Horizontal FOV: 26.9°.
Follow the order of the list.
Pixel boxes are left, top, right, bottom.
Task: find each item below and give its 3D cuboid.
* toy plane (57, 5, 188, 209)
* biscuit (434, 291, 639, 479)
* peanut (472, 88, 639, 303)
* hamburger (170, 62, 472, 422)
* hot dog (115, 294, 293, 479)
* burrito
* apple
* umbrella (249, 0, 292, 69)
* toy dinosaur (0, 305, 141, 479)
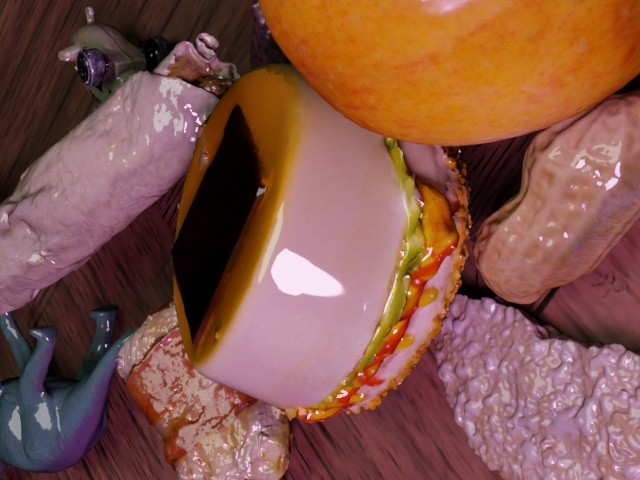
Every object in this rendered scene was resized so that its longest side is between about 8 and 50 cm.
[{"bbox_3d":[-0.180,-0.134,1.327,0.286,0.092,0.108,44,138,40],"label":"toy plane"},{"bbox_3d":[0.167,0.122,0.968,0.250,0.032,0.133,18,100,46],"label":"biscuit"},{"bbox_3d":[0.175,-0.029,0.931,0.194,0.093,0.083,-48,29,30],"label":"peanut"},{"bbox_3d":[0.000,0.000,1.043,0.276,0.179,0.294,-65,27,25],"label":"hamburger"},{"bbox_3d":[-0.093,0.142,1.199,0.146,0.103,0.213,-31,72,17],"label":"hot dog"},{"bbox_3d":[-0.213,-0.054,1.252,0.392,0.076,0.117,-36,65,33],"label":"burrito"},{"bbox_3d":[0.099,-0.211,0.872,0.275,0.299,0.299,-27,66,23],"label":"apple"},{"bbox_3d":[-0.011,-0.213,1.094,0.090,0.094,0.326,39,136,19],"label":"umbrella"},{"bbox_3d":[-0.285,0.235,1.405,0.383,0.129,0.330,4,100,45],"label":"toy dinosaur"}]
